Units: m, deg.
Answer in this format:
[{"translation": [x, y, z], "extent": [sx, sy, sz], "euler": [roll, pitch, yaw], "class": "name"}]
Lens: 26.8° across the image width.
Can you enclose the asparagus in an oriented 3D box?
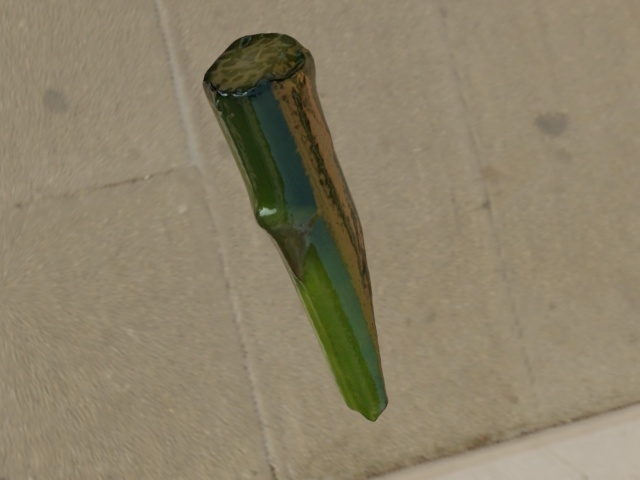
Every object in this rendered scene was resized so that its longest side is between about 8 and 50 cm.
[{"translation": [0.000, 0.000, 0.558], "extent": [0.041, 0.045, 0.178], "euler": [-8, 125, 20], "class": "asparagus"}]
